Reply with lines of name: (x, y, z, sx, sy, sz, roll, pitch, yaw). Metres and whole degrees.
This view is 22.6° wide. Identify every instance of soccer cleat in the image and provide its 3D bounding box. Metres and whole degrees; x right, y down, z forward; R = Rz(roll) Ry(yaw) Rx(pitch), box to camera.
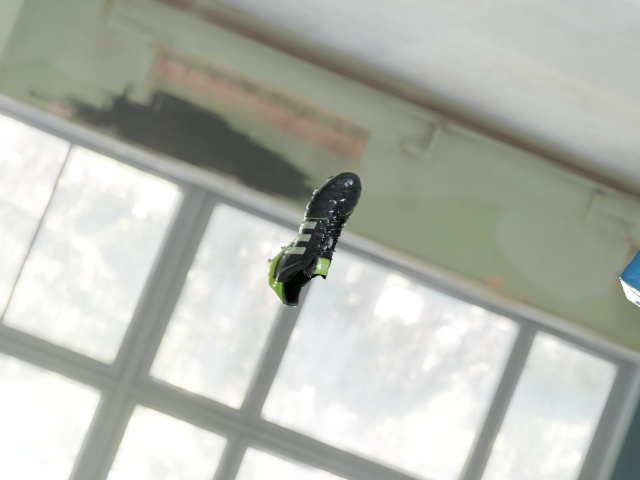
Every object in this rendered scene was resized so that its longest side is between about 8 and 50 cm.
soccer cleat: (0.000, 0.000, 1.852, 0.060, 0.179, 0.072, 14, -148, -37)

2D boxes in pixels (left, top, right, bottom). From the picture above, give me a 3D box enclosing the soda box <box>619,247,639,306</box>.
soda box: (0.315, 0.064, 1.122, 0.210, 0.067, 0.071, 35, 177, 22)
